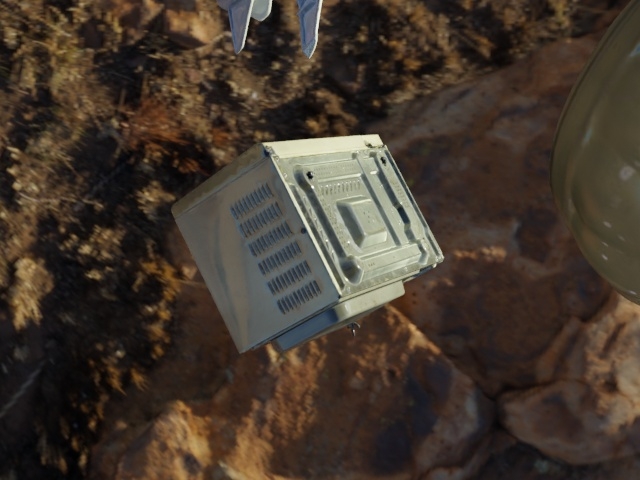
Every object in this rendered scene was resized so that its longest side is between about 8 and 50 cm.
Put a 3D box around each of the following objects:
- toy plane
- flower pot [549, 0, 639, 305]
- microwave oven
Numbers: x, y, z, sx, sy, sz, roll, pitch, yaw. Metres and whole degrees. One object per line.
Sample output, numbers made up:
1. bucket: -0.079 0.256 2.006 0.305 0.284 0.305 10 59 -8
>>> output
1. toy plane: -0.030 -0.314 1.031 0.101 0.251 0.255 14 135 -41
2. flower pot: 0.326 -0.040 0.647 0.307 0.244 0.307 -24 142 -20
3. microwave oven: 0.000 0.000 1.046 0.240 0.145 0.194 -14 72 -60
